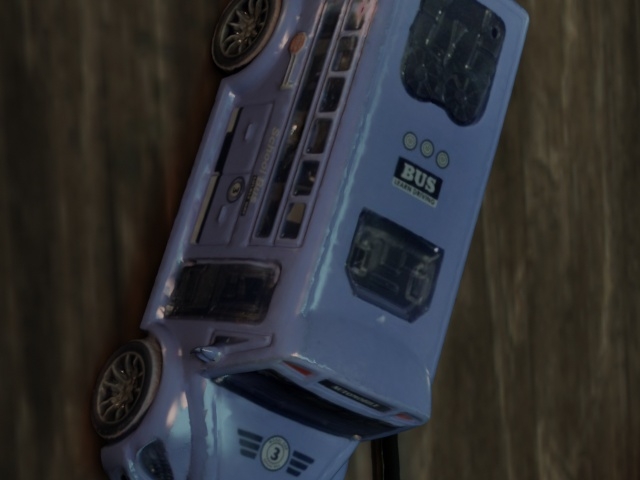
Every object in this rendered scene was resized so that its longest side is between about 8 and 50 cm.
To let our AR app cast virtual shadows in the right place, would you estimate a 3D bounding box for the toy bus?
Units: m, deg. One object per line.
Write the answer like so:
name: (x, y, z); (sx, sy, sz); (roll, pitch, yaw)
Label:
toy bus: (0.000, 0.000, 0.451); (0.073, 0.076, 0.167); (26, 72, -36)
